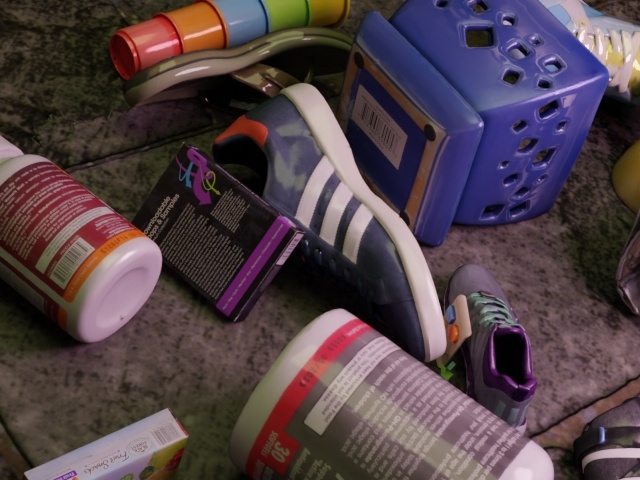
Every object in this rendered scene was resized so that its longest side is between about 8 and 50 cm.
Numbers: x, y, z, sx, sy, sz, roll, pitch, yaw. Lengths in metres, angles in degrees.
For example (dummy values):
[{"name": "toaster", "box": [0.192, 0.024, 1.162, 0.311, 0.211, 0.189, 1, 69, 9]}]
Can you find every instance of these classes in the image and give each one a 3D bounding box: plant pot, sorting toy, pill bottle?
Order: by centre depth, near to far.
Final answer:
[{"name": "pill bottle", "box": [0.091, 0.215, 1.123, 0.318, 0.176, 0.176, 34, 47, 16]}, {"name": "pill bottle", "box": [-0.273, -0.008, 1.257, 0.221, 0.121, 0.121, 37, 47, 17]}, {"name": "sorting toy", "box": [0.135, 0.104, 1.325, 0.012, 0.062, 0.083, 17, 43, -20]}, {"name": "plant pot", "box": [0.151, -0.149, 1.461, 0.212, 0.236, 0.236, -24, 59, -27]}, {"name": "plant pot", "box": [0.444, -0.094, 1.593, 0.134, 0.095, 0.134, 10, 45, -10]}]

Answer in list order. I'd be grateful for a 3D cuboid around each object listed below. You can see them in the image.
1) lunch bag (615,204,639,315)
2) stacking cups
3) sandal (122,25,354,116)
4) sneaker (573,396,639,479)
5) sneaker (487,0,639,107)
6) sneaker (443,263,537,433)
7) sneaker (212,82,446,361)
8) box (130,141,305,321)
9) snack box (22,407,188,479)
[{"name": "lunch bag", "box": [0.476, -0.035, 1.418, 0.235, 0.287, 0.169, -26, 81, -40]}, {"name": "stacking cups", "box": [-0.115, -0.276, 1.591, 0.316, 0.096, 0.096, -21, 57, -31]}, {"name": "sandal", "box": [-0.088, -0.182, 1.512, 0.303, 0.120, 0.086, -17, 82, -29]}, {"name": "sneaker", "box": [0.361, 0.210, 1.284, 0.217, 0.079, 0.121, 1, 49, -15]}, {"name": "sneaker", "box": [0.369, -0.230, 1.585, 0.319, 0.127, 0.208, 1, 19, -44]}, {"name": "sneaker", "box": [0.187, 0.094, 1.325, 0.083, 0.098, 0.223, 5, 47, -14]}, {"name": "sneaker", "box": [0.000, 0.000, 1.355, 0.148, 0.131, 0.350, -26, 63, -12]}, {"name": "box", "box": [-0.111, -0.010, 1.324, 0.162, 0.116, 0.029, 38, 10, 17]}, {"name": "snack box", "box": [-0.187, 0.208, 1.092, 0.141, 0.100, 0.037, -21, 58, -34]}]
